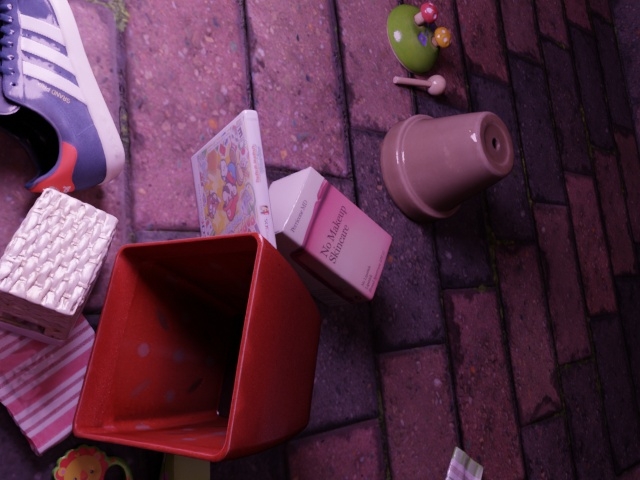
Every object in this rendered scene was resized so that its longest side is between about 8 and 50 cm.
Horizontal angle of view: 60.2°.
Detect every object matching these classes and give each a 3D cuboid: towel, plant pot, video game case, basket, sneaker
[{"bbox_3d":[0.318,0.558,1.236,0.113,0.023,0.152,44,55,-26],"label":"towel"},{"bbox_3d":[-0.368,0.163,0.741,0.144,0.029,0.197,-38,105,-42],"label":"towel"},{"bbox_3d":[-0.139,0.161,0.788,0.236,0.267,0.267,34,58,-52],"label":"plant pot"},{"bbox_3d":[-0.141,-0.063,0.854,0.026,0.227,0.206,-5,83,-33],"label":"video game case"},{"bbox_3d":[-0.343,0.033,0.712,0.113,0.103,0.167,26,53,-20],"label":"basket"},{"bbox_3d":[0.308,-0.187,1.271,0.263,0.229,0.263,12,72,-40],"label":"plant pot"},{"bbox_3d":[-0.400,-0.226,0.734,0.148,0.131,0.350,-32,101,-45],"label":"sneaker"}]

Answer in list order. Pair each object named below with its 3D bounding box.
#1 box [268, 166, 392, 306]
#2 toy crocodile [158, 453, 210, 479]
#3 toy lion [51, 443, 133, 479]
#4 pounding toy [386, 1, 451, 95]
[{"bbox_3d":[0.000,0.000,1.027,0.232,0.127,0.148,38,58,-28],"label":"box"},{"bbox_3d":[-0.208,0.444,0.757,0.115,0.105,0.340,26,63,-34],"label":"toy crocodile"},{"bbox_3d":[-0.309,0.324,0.752,0.100,0.034,0.096,-5,76,-41],"label":"toy lion"},{"bbox_3d":[0.268,-0.500,1.389,0.183,0.110,0.236,5,76,-40],"label":"pounding toy"}]
